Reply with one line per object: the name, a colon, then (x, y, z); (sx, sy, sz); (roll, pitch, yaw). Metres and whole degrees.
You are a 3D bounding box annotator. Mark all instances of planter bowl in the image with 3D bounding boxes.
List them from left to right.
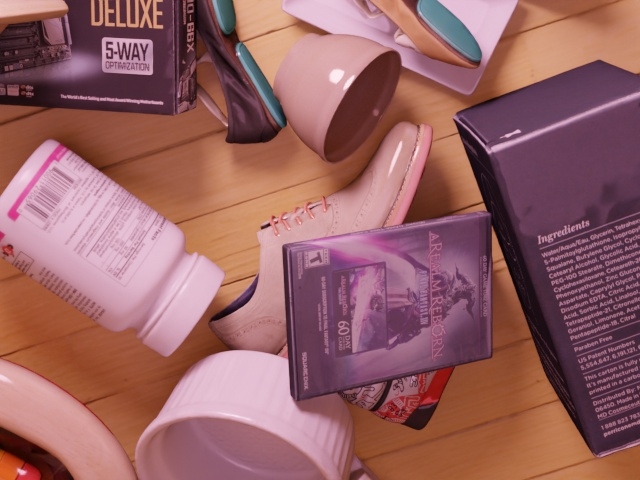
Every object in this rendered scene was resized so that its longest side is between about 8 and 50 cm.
planter bowl: (0.010, -0.190, 1.577); (0.109, 0.162, 0.162); (33, 102, 18)

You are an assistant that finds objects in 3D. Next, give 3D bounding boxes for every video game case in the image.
video game case: (0.088, 0.078, 1.558); (0.274, 0.026, 0.196); (-9, 109, -21)

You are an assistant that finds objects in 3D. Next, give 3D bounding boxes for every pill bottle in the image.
pill bottle: (-0.273, 0.014, 1.607); (0.283, 0.160, 0.160); (36, 100, -9)

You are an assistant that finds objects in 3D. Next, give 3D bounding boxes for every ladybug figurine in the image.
ladybug figurine: (-0.433, 0.286, 1.665); (0.449, 0.162, 0.305); (32, 105, -6)

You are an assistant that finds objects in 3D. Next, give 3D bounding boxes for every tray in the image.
tray: (0.100, -0.302, 1.604); (0.270, 0.030, 0.145); (24, 101, -7)

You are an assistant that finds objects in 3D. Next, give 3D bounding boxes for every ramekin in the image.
ramekin: (-0.087, 0.269, 1.637); (0.277, 0.135, 0.277); (10, 133, 11)

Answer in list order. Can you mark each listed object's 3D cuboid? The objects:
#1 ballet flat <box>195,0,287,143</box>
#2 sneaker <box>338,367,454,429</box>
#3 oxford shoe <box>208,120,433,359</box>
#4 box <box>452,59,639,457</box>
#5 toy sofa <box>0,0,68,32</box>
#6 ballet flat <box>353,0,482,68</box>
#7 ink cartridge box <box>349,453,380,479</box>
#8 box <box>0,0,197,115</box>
ballet flat: (-0.135, -0.244, 1.584); (0.096, 0.095, 0.280); (-19, 103, 12)
sneaker: (0.117, 0.113, 1.677); (0.145, 0.090, 0.270); (20, 105, -9)
oxford shoe: (0.000, 0.000, 1.623); (0.146, 0.140, 0.397); (33, 101, -6)
box: (0.339, 0.008, 1.552); (0.212, 0.293, 0.395); (-21, 104, 3)
toy sofa: (-0.483, -0.216, 1.485); (0.362, 0.150, 0.177); (-41, 85, 27)
ballet flat: (0.101, -0.286, 1.566); (0.232, 0.080, 0.073); (45, 127, -8)
ink cartridge box: (0.067, 0.382, 1.737); (0.092, 0.090, 0.143); (-43, 101, 0)
box: (-0.301, -0.282, 1.534); (0.308, 0.076, 0.242); (6, 105, 15)
